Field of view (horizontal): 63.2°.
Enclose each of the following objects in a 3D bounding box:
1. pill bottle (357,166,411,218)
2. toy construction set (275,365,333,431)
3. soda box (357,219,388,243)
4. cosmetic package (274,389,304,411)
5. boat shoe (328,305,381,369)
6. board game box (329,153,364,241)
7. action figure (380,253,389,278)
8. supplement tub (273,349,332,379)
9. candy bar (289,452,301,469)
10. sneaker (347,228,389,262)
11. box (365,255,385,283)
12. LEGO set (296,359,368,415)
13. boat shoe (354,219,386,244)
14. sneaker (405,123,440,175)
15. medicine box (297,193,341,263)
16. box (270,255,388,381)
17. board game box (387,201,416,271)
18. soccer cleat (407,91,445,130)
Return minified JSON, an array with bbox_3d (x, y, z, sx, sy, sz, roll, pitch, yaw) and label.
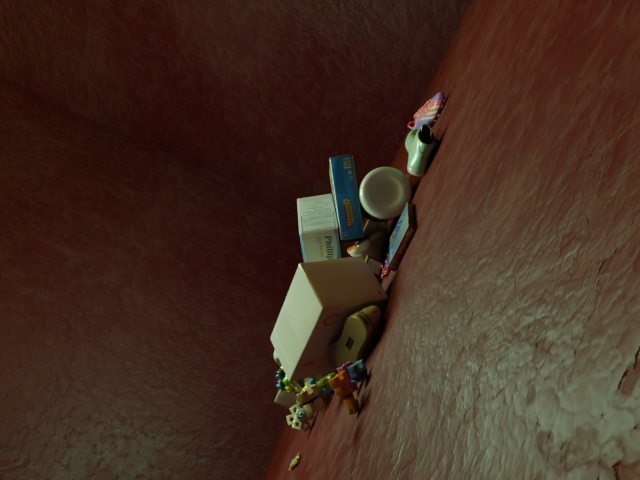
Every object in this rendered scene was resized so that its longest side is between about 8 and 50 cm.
[{"bbox_3d":[0.233,-0.166,1.993,0.334,0.187,0.188,44,-111,-89],"label":"pill bottle"},{"bbox_3d":[-0.063,0.534,1.853,0.151,0.215,0.328,-39,-25,-40],"label":"toy construction set"},{"bbox_3d":[0.198,0.038,2.165,0.286,0.098,0.091,-65,-2,-46],"label":"soda box"},{"bbox_3d":[-0.084,0.632,2.394,0.366,0.155,0.197,111,-177,-54],"label":"cosmetic package"},{"bbox_3d":[0.095,0.265,1.404,0.088,0.096,0.268,-31,-30,-36],"label":"boat shoe"},{"bbox_3d":[0.097,-0.151,2.025,0.302,0.086,0.309,81,-179,-87],"label":"board game box"},{"bbox_3d":[0.210,0.079,1.653,0.038,0.030,0.115,120,174,-45],"label":"action figure"},{"bbox_3d":[-0.020,0.359,2.057,0.241,0.240,0.332,112,-178,-62],"label":"supplement tub"},{"bbox_3d":[-0.094,0.808,1.899,0.161,0.018,0.040,111,-177,-57],"label":"candy bar"},{"bbox_3d":[0.196,0.043,1.956,0.099,0.121,0.262,-28,1,37],"label":"sneaker"},{"bbox_3d":[0.112,0.251,1.790,0.257,0.079,0.322,-68,1,-50],"label":"box"},{"bbox_3d":[0.054,0.350,1.200,0.087,0.093,0.227,-27,-8,32],"label":"LEGO set"},{"bbox_3d":[0.200,0.036,2.379,0.109,0.098,0.303,-65,-2,-63],"label":"boat shoe"},{"bbox_3d":[0.360,-0.354,1.816,0.256,0.094,0.151,-80,4,-48],"label":"sneaker"},{"bbox_3d":[0.000,0.000,2.072,0.289,0.149,0.264,-96,-2,-58],"label":"medicine box"},{"bbox_3d":[0.014,0.230,1.519,0.168,0.214,0.345,60,141,36],"label":"box"},{"bbox_3d":[0.251,-0.019,1.606,0.281,0.027,0.145,-65,-1,-69],"label":"board game box"},{"bbox_3d":[0.443,-0.531,2.172,0.248,0.095,0.083,111,-177,-64],"label":"soccer cleat"}]
